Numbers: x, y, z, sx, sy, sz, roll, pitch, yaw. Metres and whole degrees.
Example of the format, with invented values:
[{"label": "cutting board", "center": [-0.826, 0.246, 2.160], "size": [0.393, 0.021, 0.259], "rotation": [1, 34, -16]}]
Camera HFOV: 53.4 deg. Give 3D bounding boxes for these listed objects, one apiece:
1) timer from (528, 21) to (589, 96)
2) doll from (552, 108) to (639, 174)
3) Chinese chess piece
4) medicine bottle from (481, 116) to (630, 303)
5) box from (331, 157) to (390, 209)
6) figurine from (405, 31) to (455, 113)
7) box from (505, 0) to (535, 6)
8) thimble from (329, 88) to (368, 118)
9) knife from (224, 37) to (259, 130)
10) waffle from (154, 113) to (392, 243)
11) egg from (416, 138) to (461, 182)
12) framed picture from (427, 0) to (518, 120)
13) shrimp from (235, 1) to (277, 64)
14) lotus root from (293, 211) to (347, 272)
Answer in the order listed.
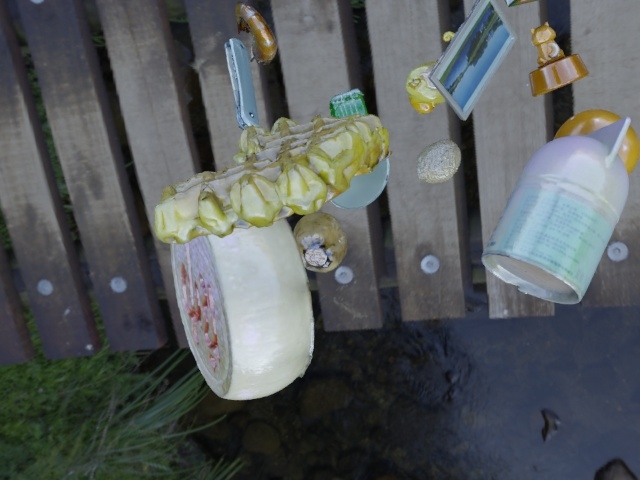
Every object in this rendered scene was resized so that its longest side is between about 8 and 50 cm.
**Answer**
[{"label": "timer", "center": [0.531, -0.427, 1.473], "size": [0.132, 0.132, 0.152], "rotation": [-20, 95, 21]}, {"label": "doll", "center": [0.731, -0.245, 1.685], "size": [0.213, 0.236, 0.213], "rotation": [7, 106, 25]}, {"label": "Chinese chess piece", "center": [-0.107, 0.067, 0.818], "size": [0.112, 0.270, 0.270], "rotation": [-12, 103, -24]}, {"label": "medicine bottle", "center": [0.557, -0.084, 1.448], "size": [0.236, 0.235, 0.406], "rotation": [26, 79, 10]}, {"label": "box", "center": [0.076, -0.223, 1.940], "size": [0.149, 0.226, 0.226], "rotation": [39, 120, 53]}, {"label": "figurine", "center": [0.311, -0.440, 1.702], "size": [0.246, 0.156, 0.131], "rotation": [-42, 52, 54]}, {"label": "box", "center": [0.478, -0.645, 1.378], "size": [0.177, 0.148, 0.195], "rotation": [66, 151, 5]}, {"label": "thimble", "center": [0.076, -0.326, 1.649], "size": [0.090, 0.118, 0.130], "rotation": [-16, 140, 0]}, {"label": "knife", "center": [-0.119, -0.234, 0.947], "size": [0.023, 0.044, 0.162], "rotation": [-26, 62, 30]}, {"label": "waffle", "center": [-0.032, -0.049, 0.464], "size": [0.149, 0.194, 0.051], "rotation": [-5, 114, 33]}, {"label": "egg", "center": [0.331, -0.222, 1.796], "size": [0.116, 0.118, 0.140], "rotation": [45, 102, 20]}, {"label": "framed picture", "center": [0.217, -0.260, 0.900], "size": [0.011, 0.109, 0.149], "rotation": [30, 88, 46]}, {"label": "shrimp", "center": [-0.161, -0.497, 1.570], "size": [0.068, 0.248, 0.150], "rotation": [-33, 86, -10]}, {"label": "lotus root", "center": [0.000, 0.000, 1.423], "size": [0.118, 0.221, 0.125], "rotation": [-14, 106, 9]}]
